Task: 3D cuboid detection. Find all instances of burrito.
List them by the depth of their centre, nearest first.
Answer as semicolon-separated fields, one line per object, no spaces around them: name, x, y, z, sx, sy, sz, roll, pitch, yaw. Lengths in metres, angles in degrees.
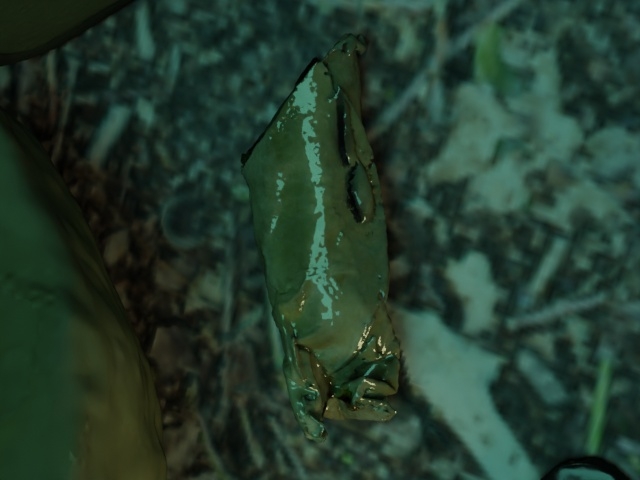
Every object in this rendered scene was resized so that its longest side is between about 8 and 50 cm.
burrito;0.000;0.000;0.539;0.055;0.041;0.149;-8;94;9

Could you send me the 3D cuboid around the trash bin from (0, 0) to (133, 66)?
trash bin;-0.131;-0.257;0.479;0.223;0.158;0.343;-26;89;23

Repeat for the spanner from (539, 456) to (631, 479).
spanner;0.029;0.123;0.567;0.208;0.012;0.046;-16;93;24

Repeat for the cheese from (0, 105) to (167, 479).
cheese;-0.208;0.086;0.519;0.318;0.115;0.326;-37;66;-10
